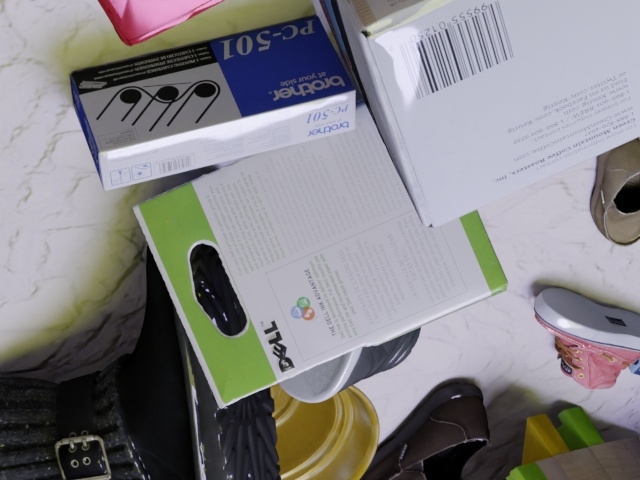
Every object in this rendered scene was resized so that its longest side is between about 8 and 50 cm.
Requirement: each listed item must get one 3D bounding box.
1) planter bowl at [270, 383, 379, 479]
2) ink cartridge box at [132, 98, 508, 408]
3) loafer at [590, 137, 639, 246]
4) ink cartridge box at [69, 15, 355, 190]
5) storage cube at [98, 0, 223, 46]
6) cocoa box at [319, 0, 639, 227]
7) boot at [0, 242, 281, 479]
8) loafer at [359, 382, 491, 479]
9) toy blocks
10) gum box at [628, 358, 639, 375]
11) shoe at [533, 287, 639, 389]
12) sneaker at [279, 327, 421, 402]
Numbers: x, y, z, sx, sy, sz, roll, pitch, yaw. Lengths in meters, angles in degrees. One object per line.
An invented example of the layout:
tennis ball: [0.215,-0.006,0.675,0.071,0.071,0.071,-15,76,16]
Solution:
planter bowl: [-0.060,0.177,1.844,0.217,0.090,0.217,-12,133,-14]
ink cartridge box: [0.000,0.000,1.587,0.255,0.189,0.097,-23,-177,2]
loafer: [0.287,-0.039,1.815,0.056,0.050,0.148,-21,140,-4]
ink cartridge box: [-0.084,-0.109,1.514,0.207,0.097,0.046,-14,138,-11]
storage cube: [-0.106,-0.280,1.246,0.215,0.184,0.193,-27,140,3]
cocoa box: [0.173,-0.216,1.421,0.347,0.228,0.231,-24,140,0]
boot: [-0.180,0.117,1.689,0.260,0.348,0.131,2,-169,25]
loafer: [0.103,0.244,2.014,0.080,0.078,0.220,8,131,-33]
toy blocks: [0.220,0.334,2.078,0.261,0.191,0.381,-41,161,24]
gum box: [0.431,0.084,2.031,0.157,0.041,0.184,18,126,-40]
shoe: [0.263,0.105,1.952,0.178,0.063,0.081,15,122,-43]
sneaker: [0.062,0.004,1.727,0.296,0.104,0.147,-63,161,13]
